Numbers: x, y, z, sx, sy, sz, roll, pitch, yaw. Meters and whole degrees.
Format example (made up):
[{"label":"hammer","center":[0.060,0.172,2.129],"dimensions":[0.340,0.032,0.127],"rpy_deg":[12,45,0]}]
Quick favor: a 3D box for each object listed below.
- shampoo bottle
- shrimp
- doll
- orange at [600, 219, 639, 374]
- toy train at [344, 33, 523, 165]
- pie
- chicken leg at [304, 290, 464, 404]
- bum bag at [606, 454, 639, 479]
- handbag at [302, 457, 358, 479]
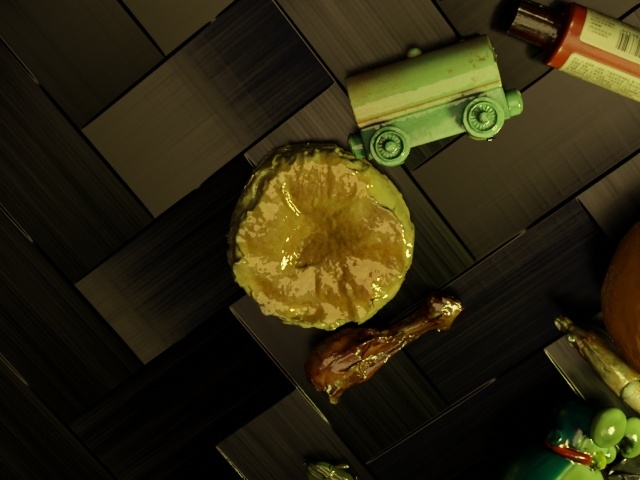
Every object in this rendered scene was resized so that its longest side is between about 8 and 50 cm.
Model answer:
[{"label":"shampoo bottle","center":[0.422,-0.303,1.522],"dimensions":[0.278,0.104,0.104],"rpy_deg":[21,108,-4]},{"label":"shrimp","center":[0.505,0.213,1.677],"dimensions":[0.059,0.145,0.254],"rpy_deg":[-47,76,13]},{"label":"doll","center":[0.426,0.419,1.723],"dimensions":[0.198,0.186,0.322],"rpy_deg":[32,90,-39]},{"label":"orange","center":[0.617,0.101,1.535],"dimensions":[0.340,0.293,0.341],"rpy_deg":[7,113,16]},{"label":"toy train","center":[0.172,-0.224,1.568],"dimensions":[0.285,0.116,0.177],"rpy_deg":[-16,94,9]},{"label":"pie","center":[0.000,0.000,1.656],"dimensions":[0.339,0.083,0.339],"rpy_deg":[0,107,1]},{"label":"chicken leg","center":[0.112,0.177,1.714],"dimensions":[0.304,0.093,0.113],"rpy_deg":[-27,125,2]},{"label":"bum bag","center":[0.604,0.383,1.768],"dimensions":[0.087,0.049,0.198],"rpy_deg":[33,107,-2]},{"label":"handbag","center":[0.016,0.440,1.816],"dimensions":[0.111,0.047,0.072],"rpy_deg":[32,112,-7]}]
